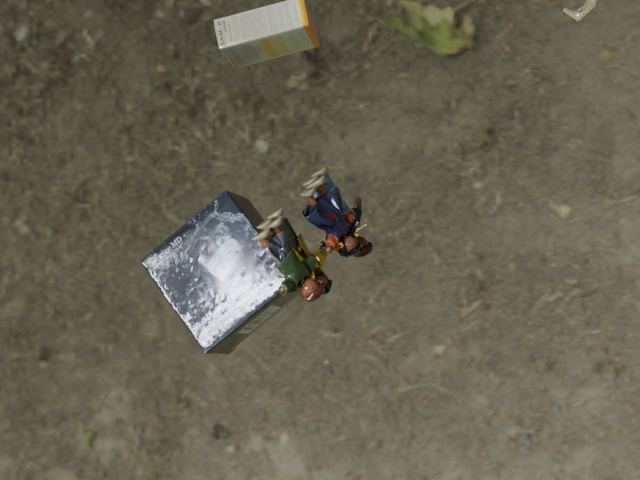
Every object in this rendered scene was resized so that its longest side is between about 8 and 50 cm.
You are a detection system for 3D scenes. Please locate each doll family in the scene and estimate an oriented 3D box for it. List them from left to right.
[{"bbox_3d":[0.000,0.000,1.290,0.111,0.193,0.076,53,146,-11],"label":"doll family"}]

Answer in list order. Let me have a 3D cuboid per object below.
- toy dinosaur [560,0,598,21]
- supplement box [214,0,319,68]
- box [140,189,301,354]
[{"bbox_3d":[0.211,-0.224,0.934,0.093,0.053,0.183,-54,43,9],"label":"toy dinosaur"},{"bbox_3d":[-0.056,-0.219,1.257,0.098,0.062,0.036,-13,76,8],"label":"supplement box"},{"bbox_3d":[-0.125,0.044,1.581,0.156,0.093,0.158,-40,75,8],"label":"box"}]
